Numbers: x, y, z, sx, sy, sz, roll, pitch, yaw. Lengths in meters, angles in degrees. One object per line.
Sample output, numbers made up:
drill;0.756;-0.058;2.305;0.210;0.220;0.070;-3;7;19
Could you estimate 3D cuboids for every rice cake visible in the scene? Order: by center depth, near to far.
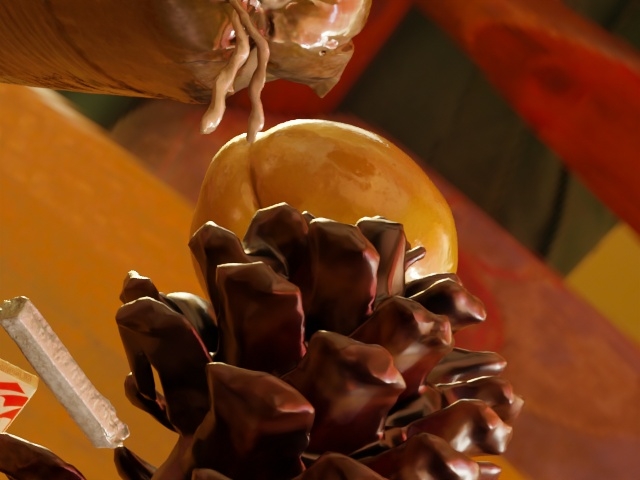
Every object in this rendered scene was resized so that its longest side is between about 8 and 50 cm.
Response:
rice cake;-0.153;0.081;1.189;0.121;0.022;0.021;58;46;-31

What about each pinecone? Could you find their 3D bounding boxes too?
pinecone;-0.036;0.113;0.819;0.246;0.246;0.292;30;68;-9

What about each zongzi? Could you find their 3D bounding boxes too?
zongzi;-0.001;-0.081;0.517;0.184;0.187;0.084;-11;105;-33

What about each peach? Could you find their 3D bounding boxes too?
peach;0.000;0.000;1.301;0.179;0.179;0.103;35;33;-3

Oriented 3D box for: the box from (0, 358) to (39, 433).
box;-0.227;0.086;1.218;0.093;0.058;0.015;29;29;-19
